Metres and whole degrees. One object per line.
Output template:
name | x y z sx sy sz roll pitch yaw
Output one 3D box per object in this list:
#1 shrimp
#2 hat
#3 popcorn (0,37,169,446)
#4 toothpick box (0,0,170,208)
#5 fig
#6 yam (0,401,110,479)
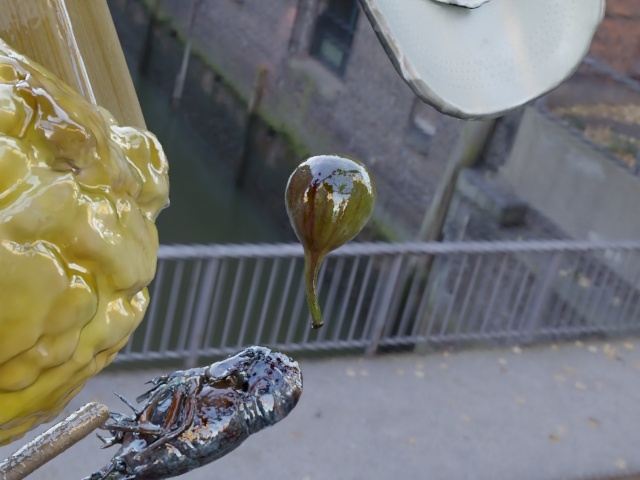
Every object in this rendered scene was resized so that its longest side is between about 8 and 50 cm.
shrimp | -0.196 0.254 1.653 0.372 0.172 0.137 -19 67 -5
hat | 0.110 -0.250 1.054 0.258 0.301 0.168 -20 1 -10
popcorn | -0.301 0.019 0.994 0.344 0.354 0.390 -2 36 4
toothpick box | -0.296 -0.159 1.340 0.190 0.308 0.187 -18 -2 13
fig | 0.000 0.000 1.629 0.124 0.236 0.124 12 0 0
yam | -0.275 0.207 1.258 0.032 0.032 0.145 27 37 25
